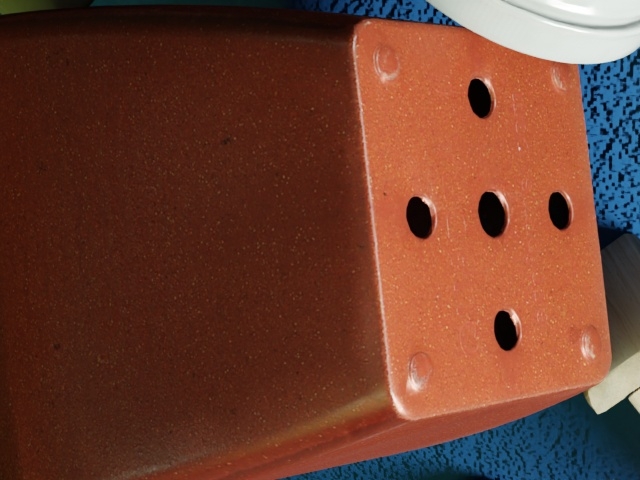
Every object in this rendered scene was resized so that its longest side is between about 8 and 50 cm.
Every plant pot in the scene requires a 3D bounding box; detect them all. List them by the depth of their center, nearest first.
[{"bbox_3d":[0.000,0.000,0.810,0.236,0.267,0.267,-8,87,42],"label":"plant pot"}]

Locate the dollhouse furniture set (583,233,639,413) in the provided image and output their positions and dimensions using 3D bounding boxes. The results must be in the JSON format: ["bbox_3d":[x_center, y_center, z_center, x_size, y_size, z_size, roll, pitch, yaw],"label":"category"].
[{"bbox_3d":[0.119,0.229,0.937,0.394,0.362,0.256,-38,102,12],"label":"dollhouse furniture set"}]

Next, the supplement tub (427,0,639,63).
[{"bbox_3d":[0.145,-0.236,0.700,0.191,0.191,0.272,34,131,4],"label":"supplement tub"}]

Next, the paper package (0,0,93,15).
[{"bbox_3d":[-0.170,-0.322,0.805,0.325,0.168,0.309,39,133,-11],"label":"paper package"}]
